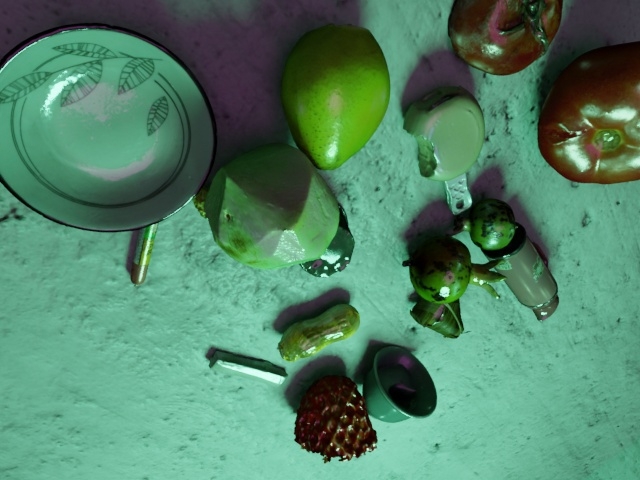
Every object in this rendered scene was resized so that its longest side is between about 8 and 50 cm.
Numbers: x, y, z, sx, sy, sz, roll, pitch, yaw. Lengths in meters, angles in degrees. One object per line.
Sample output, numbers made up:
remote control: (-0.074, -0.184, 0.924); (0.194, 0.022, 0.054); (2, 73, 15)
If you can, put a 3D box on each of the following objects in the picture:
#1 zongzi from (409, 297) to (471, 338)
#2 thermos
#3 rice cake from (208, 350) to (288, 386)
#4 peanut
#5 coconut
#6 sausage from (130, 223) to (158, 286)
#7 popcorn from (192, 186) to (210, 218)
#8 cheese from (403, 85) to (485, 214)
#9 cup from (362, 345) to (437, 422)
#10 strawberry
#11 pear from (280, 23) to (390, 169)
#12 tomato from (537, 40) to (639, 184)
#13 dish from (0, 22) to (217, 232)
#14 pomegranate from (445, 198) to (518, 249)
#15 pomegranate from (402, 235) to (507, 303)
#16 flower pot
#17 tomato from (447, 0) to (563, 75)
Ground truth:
zongzi: (0.343, 0.160, 1.110); (0.187, 0.084, 0.184); (31, 94, -37)
thermos: (0.534, 0.081, 1.123); (0.109, 0.136, 0.330); (-26, 128, 29)
rice cake: (-0.167, 0.311, 1.030); (0.206, 0.036, 0.047); (25, 119, -29)
peanut: (-0.003, 0.213, 1.006); (0.206, 0.087, 0.087); (-25, 123, -8)
coconut: (-0.084, -0.052, 0.717); (0.236, 0.236, 0.205); (39, 87, -32)
sausage: (-0.324, -0.006, 0.803); (0.029, 0.029, 0.223); (12, 113, -25)
popcorn: (-0.206, -0.070, 0.796); (0.083, 0.068, 0.060); (26, 100, 8)
cheese: (0.268, -0.171, 0.895); (0.163, 0.082, 0.287); (-26, 124, -4)
cup: (0.183, 0.403, 1.137); (0.199, 0.199, 0.150); (17, 128, -27)
strawberry: (0.040, 0.434, 1.104); (0.233, 0.234, 0.178); (5, 88, -22)
pear: (0.024, -0.229, 0.716); (0.187, 0.187, 0.220); (-5, 103, -17)
tomato: (0.609, -0.257, 0.879); (0.226, 0.298, 0.299); (-53, 132, -36)
dish: (-0.325, -0.168, 0.662); (0.316, 0.106, 0.317); (-14, 127, -19)
pomegranate: (0.372, -0.036, 0.995); (0.161, 0.122, 0.122); (-3, 122, 13)
pomegranate: (0.304, 0.069, 0.974); (0.220, 0.156, 0.156); (6, 124, 23)
flower pot: (0.000, 0.000, 0.878); (0.157, 0.107, 0.158); (-8, 118, -16)
tomato: (0.356, -0.414, 0.785); (0.227, 0.101, 0.228); (-8, 117, -17)
